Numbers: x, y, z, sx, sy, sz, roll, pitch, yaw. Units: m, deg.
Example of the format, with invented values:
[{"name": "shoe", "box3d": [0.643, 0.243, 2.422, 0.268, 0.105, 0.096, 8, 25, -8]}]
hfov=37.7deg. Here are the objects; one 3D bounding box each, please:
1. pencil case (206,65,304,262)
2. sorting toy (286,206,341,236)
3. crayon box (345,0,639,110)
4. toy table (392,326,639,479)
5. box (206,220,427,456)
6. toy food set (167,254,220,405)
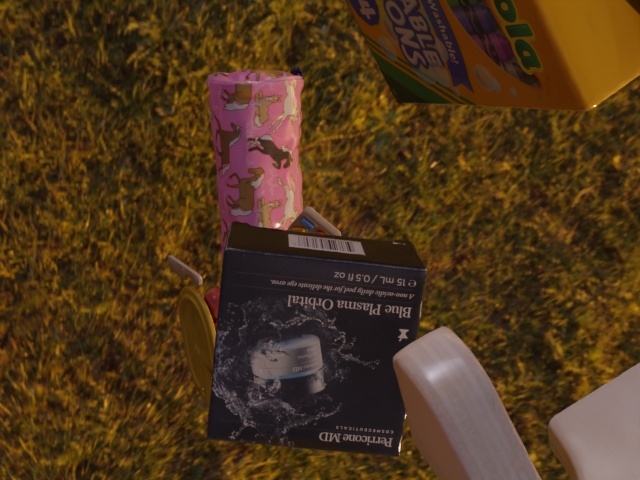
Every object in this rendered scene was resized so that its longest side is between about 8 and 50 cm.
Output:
[{"name": "pencil case", "box3d": [-0.093, -0.080, 1.498, 0.167, 0.160, 0.385, -13, 106, -40]}, {"name": "sorting toy", "box3d": [0.000, 0.000, 1.188, 0.083, 0.062, 0.012, 40, 49, -3]}, {"name": "crayon box", "box3d": [0.109, -0.199, 0.657, 0.083, 0.323, 0.203, -35, 110, -14]}, {"name": "toy table", "box3d": [0.102, 0.165, 0.398, 0.274, 0.252, 0.161, -19, 43, -18]}, {"name": "box", "box3d": [-0.005, 0.078, 0.752, 0.156, 0.093, 0.158, 6, 103, -4]}, {"name": "toy food set", "box3d": [-0.149, 0.126, 1.346, 0.071, 0.128, 0.217, -14, 104, -27]}]
